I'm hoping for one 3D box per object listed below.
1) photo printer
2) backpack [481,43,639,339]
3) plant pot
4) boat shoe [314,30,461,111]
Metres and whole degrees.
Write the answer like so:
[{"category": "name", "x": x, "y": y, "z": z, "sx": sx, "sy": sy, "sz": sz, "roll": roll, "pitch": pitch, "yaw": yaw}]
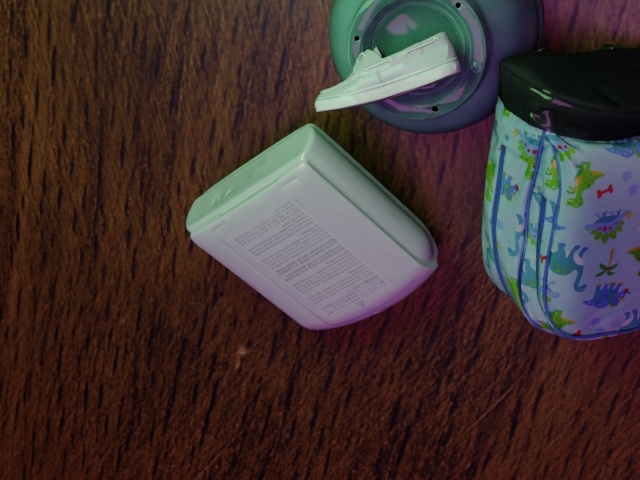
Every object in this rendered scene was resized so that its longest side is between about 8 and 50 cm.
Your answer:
[{"category": "photo printer", "x": 0.000, "y": 0.000, "z": 1.492, "sx": 0.256, "sy": 0.107, "sz": 0.307, "roll": -31, "pitch": 123, "yaw": 33}, {"category": "backpack", "x": 0.345, "y": -0.045, "z": 1.353, "sx": 0.290, "sy": 0.273, "sz": 0.356, "roll": -6, "pitch": 134, "yaw": -26}, {"category": "plant pot", "x": 0.138, "y": -0.265, "z": 1.347, "sx": 0.293, "sy": 0.196, "sz": 0.293, "roll": 5, "pitch": 112, "yaw": 13}, {"category": "boat shoe", "x": 0.075, "y": -0.203, "z": 1.248, "sx": 0.184, "sy": 0.066, "sz": 0.063, "roll": -16, "pitch": 93, "yaw": 23}]
